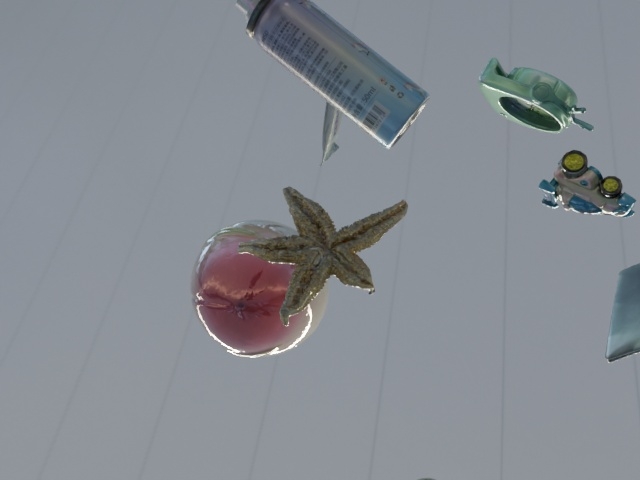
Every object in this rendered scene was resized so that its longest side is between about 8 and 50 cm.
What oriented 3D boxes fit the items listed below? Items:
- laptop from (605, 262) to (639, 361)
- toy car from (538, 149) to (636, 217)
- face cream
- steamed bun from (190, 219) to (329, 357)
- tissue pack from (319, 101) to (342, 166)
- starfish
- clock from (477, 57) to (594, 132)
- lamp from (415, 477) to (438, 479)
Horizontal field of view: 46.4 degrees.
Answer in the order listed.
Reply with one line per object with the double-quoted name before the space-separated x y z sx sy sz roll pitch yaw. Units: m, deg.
"laptop" 0.583 0.094 1.270 0.187 0.015 0.269 -33 -167 39
"toy car" 0.493 -0.080 1.387 0.098 0.126 0.161 -48 -115 1
"face cream" 0.007 -0.196 0.797 0.229 0.075 0.075 39 -113 3
"steamed bun" -0.133 0.103 1.533 0.309 0.309 0.309 -9 -131 11
"tissue pack" 0.027 -0.260 1.535 0.026 0.193 0.122 11 -151 8
"starfish" -0.001 -0.004 1.093 0.231 0.048 0.295 33 -121 28
"clock" 0.403 -0.256 1.374 0.211 0.159 0.066 28 -92 33
"lamp" 0.214 0.449 1.216 0.163 0.091 0.091 13 -123 29
